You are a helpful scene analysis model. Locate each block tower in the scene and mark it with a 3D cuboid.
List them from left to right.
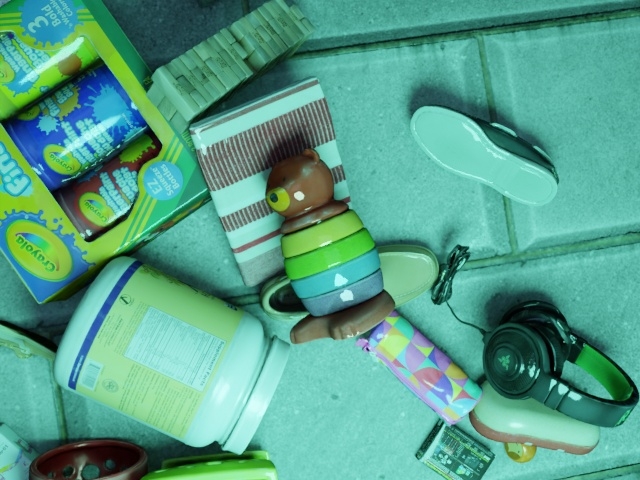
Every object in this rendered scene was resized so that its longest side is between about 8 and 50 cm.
[{"bbox_3d":[-0.152,-0.305,1.179,0.091,0.097,0.335,49,51,-6],"label":"block tower"}]

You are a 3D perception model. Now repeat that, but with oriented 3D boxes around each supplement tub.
[{"bbox_3d":[-0.242,0.196,1.157,0.331,0.241,0.241,26,85,-5],"label":"supplement tub"}]

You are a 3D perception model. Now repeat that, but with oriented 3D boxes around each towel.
[{"bbox_3d":[-0.071,-0.095,1.187,0.237,0.037,0.329,-26,127,-14],"label":"towel"}]

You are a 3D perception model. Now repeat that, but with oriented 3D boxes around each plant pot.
[{"bbox_3d":[-0.389,0.448,1.164,0.191,0.191,0.174,2,96,-6],"label":"plant pot"},{"bbox_3d":[-0.178,0.479,1.169,0.227,0.207,0.228,-4,88,-5],"label":"plant pot"}]

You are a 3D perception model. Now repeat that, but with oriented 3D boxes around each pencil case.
[{"bbox_3d":[0.178,0.232,1.254,0.236,0.104,0.104,39,85,7],"label":"pencil case"}]

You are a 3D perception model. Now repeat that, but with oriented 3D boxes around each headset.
[{"bbox_3d":[0.378,0.167,1.223,0.394,0.243,0.185,29,112,20],"label":"headset"}]

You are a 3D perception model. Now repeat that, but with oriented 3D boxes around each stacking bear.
[{"bbox_3d":[0.000,0.000,1.113,0.164,0.175,0.289,-25,96,-40],"label":"stacking bear"}]

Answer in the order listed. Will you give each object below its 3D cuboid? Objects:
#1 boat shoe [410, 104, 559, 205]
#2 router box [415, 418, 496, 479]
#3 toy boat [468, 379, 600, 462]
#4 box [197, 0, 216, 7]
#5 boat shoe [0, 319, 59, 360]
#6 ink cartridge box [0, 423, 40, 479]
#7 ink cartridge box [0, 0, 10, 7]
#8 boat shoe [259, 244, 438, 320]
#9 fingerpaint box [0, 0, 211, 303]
[{"bbox_3d":[0.309,-0.171,1.305,0.302,0.091,0.114,33,129,-5],"label":"boat shoe"},{"bbox_3d":[0.254,0.406,1.299,0.122,0.038,0.092,36,84,-3],"label":"router box"},{"bbox_3d":[0.385,0.348,1.280,0.231,0.151,0.151,13,116,-5],"label":"toy boat"},{"bbox_3d":[-0.180,-0.556,1.255,0.181,0.119,0.182,-26,90,-6],"label":"box"},{"bbox_3d":[-0.527,0.187,1.229,0.135,0.050,0.045,24,89,6],"label":"boat shoe"},{"bbox_3d":[-0.551,0.398,1.213,0.122,0.052,0.088,43,85,-1],"label":"ink cartridge box"},{"bbox_3d":[-0.596,-0.458,1.260,0.145,0.045,0.179,-26,109,-7],"label":"ink cartridge box"},{"bbox_3d":[0.060,0.086,1.256,0.341,0.110,0.122,-14,89,-6],"label":"boat shoe"},{"bbox_3d":[-0.437,-0.176,1.191,0.371,0.163,0.445,-35,91,-7],"label":"fingerpaint box"}]
